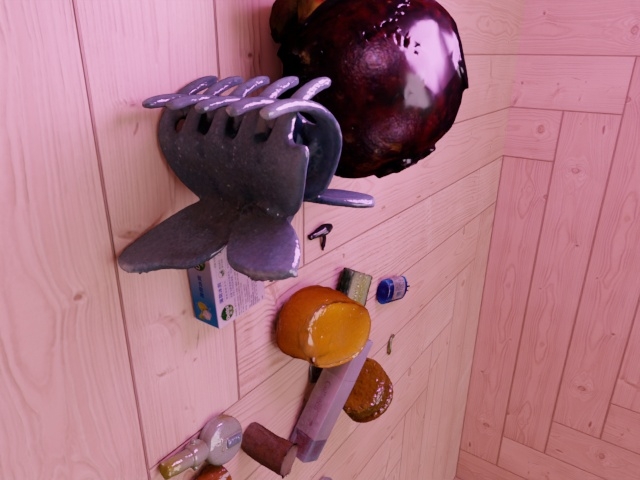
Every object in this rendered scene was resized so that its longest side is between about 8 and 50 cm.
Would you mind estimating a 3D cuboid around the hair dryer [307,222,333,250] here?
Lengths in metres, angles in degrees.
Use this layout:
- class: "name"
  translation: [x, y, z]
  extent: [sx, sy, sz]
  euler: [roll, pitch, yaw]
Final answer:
- class: "hair dryer"
  translation: [0.000, 0.000, 1.244]
  extent: [0.079, 0.031, 0.083]
  euler: [-31, 136, -35]

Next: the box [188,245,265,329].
- class: "box"
  translation: [-0.181, 0.050, 0.937]
  extent: [0.139, 0.073, 0.194]
  euler: [-31, 128, -48]

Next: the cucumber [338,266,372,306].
- class: "cucumber"
  translation: [0.074, 0.196, 1.397]
  extent: [0.115, 0.063, 0.244]
  euler: [4, 101, -50]

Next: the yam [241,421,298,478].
- class: "yam"
  translation: [-0.122, 0.501, 1.166]
  extent: [0.084, 0.127, 0.084]
  euler: [-38, 137, -47]

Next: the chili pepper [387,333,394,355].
- class: "chili pepper"
  translation: [0.263, 0.391, 1.811]
  extent: [0.030, 0.017, 0.083]
  euler: [12, 92, -59]

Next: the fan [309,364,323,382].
- class: "fan"
  translation: [-0.009, 0.341, 1.381]
  extent: [0.220, 0.009, 0.132]
  euler: [39, 67, -57]

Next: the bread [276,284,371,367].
- class: "bread"
  translation: [0.007, 0.216, 1.221]
  extent: [0.270, 0.143, 0.195]
  euler: [11, 94, -46]

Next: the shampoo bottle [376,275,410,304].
- class: "shampoo bottle"
  translation: [0.256, 0.168, 1.678]
  extent: [0.183, 0.050, 0.087]
  euler: [-2, 102, -56]

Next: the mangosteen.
- class: "mangosteen"
  translation: [0.092, -0.328, 0.921]
  extent: [0.381, 0.381, 0.421]
  euler: [-32, 124, -47]

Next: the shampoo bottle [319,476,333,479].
- class: "shampoo bottle"
  translation: [0.018, 0.872, 1.597]
  extent: [0.056, 0.056, 0.195]
  euler: [-27, 125, -50]

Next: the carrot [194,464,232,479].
- class: "carrot"
  translation: [-0.281, 0.561, 1.012]
  extent: [0.210, 0.061, 0.061]
  euler: [-39, 133, -39]

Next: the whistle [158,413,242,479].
- class: "whistle"
  translation: [-0.242, 0.438, 1.015]
  extent: [0.198, 0.057, 0.104]
  euler: [-10, 100, -53]

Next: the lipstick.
- class: "lipstick"
  translation: [0.027, 0.432, 1.358]
  extent: [0.080, 0.076, 0.371]
  euler: [25, 90, -54]

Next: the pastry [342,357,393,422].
- class: "pastry"
  translation: [0.128, 0.454, 1.474]
  extent: [0.189, 0.189, 0.103]
  euler: [-56, 130, -27]

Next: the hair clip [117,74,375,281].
- class: "hair clip"
  translation: [-0.112, -0.120, 0.759]
  extent: [0.392, 0.318, 0.238]
  euler: [-37, 129, -42]
